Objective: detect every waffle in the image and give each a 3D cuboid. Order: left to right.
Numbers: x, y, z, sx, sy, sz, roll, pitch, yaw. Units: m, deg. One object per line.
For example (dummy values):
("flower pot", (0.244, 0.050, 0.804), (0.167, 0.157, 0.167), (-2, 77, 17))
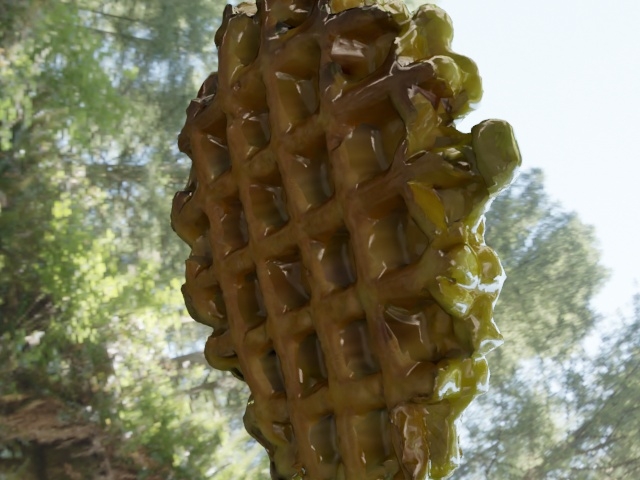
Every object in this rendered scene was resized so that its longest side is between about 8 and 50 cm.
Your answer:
("waffle", (0.000, 0.000, 0.419), (0.238, 0.059, 0.243), (40, -56, 46))
